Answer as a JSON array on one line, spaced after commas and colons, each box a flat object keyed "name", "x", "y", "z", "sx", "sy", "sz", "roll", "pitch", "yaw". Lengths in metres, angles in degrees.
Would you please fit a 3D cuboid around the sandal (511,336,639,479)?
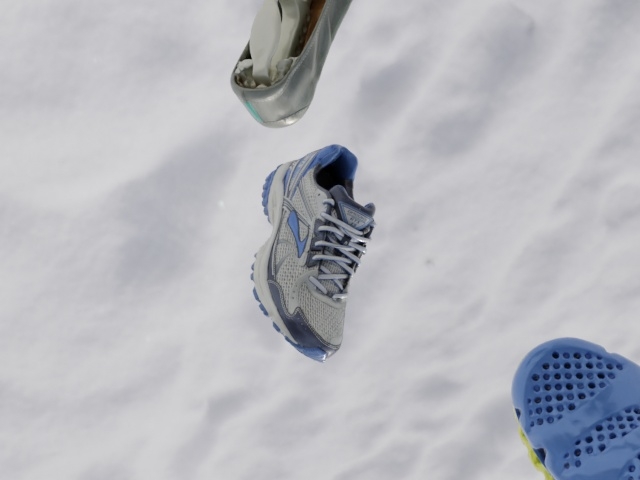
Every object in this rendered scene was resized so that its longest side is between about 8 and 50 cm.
[{"name": "sandal", "x": 0.266, "y": 0.188, "z": 0.918, "sx": 0.126, "sy": 0.317, "sz": 0.138, "roll": -41, "pitch": 159, "yaw": -9}]

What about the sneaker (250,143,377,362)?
[{"name": "sneaker", "x": 0.000, "y": 0.000, "z": 0.658, "sx": 0.058, "sy": 0.135, "sz": 0.052, "roll": -34, "pitch": 132, "yaw": 30}]

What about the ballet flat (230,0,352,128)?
[{"name": "ballet flat", "x": -0.012, "y": -0.191, "z": 0.977, "sx": 0.072, "sy": 0.213, "sz": 0.068, "roll": 8, "pitch": 162, "yaw": 33}]
